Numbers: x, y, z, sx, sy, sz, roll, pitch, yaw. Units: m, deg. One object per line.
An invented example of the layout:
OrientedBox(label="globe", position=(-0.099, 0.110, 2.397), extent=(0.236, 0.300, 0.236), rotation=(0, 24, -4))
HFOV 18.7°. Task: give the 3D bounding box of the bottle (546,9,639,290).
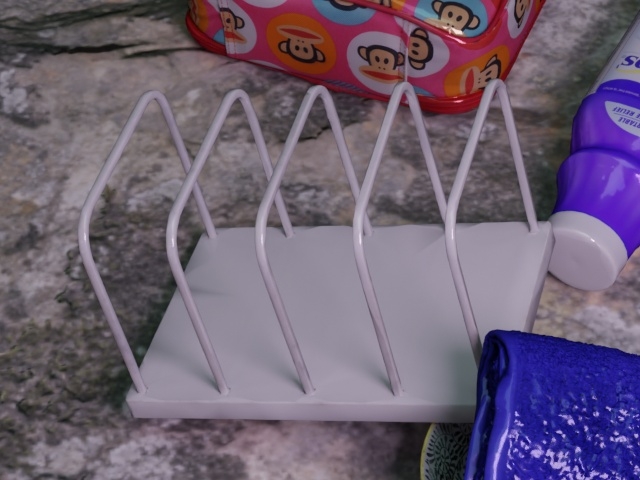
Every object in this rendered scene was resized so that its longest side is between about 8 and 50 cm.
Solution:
OrientedBox(label="bottle", position=(0.256, -0.082, 1.515), extent=(0.118, 0.092, 0.283), rotation=(23, 56, 19))

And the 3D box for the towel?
OrientedBox(label="towel", position=(0.236, 0.188, 1.214), extent=(0.308, 0.076, 0.227), rotation=(11, 79, -9))

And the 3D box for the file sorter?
OrientedBox(label="file sorter", position=(0.000, 0.000, 1.356), extent=(0.278, 0.173, 0.193), rotation=(-1, 40, 20))

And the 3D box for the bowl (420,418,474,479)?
OrientedBox(label="bowl", position=(0.152, 0.176, 1.320), extent=(0.170, 0.080, 0.170), rotation=(-2, 51, 2))

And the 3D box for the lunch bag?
OrientedBox(label="lunch bag", position=(0.048, -0.248, 1.643), extent=(0.293, 0.120, 0.258), rotation=(17, 53, 17))
